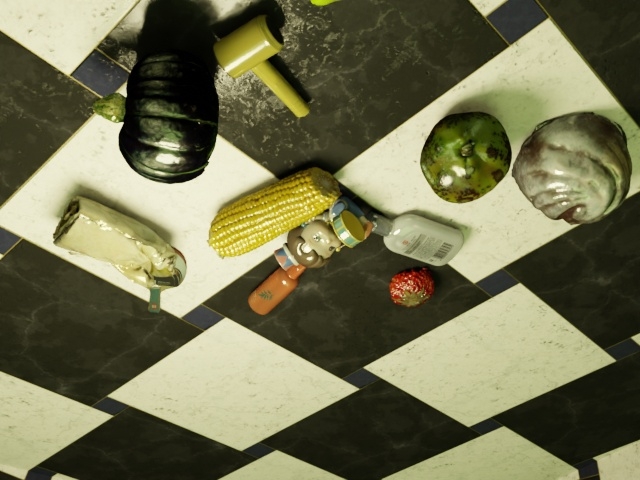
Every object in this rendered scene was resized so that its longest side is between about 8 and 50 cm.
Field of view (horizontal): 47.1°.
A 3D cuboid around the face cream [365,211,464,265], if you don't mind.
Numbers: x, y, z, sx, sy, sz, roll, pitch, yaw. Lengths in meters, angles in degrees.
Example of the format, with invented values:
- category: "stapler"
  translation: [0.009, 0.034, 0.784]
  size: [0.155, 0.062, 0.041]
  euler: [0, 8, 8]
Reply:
- category: "face cream"
  translation: [0.257, -0.012, 2.078]
  size: [0.291, 0.070, 0.144]
  euler: [16, 133, -22]

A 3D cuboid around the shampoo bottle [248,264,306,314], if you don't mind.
- category: "shampoo bottle"
  translation: [-0.121, 0.128, 2.199]
  size: [0.086, 0.085, 0.244]
  euler: [24, 129, -27]

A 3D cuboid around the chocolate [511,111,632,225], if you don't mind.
- category: "chocolate"
  translation: [0.656, -0.147, 1.859]
  size: [0.304, 0.212, 0.303]
  euler: [-2, 136, -2]

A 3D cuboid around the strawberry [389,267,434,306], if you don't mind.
- category: "strawberry"
  translation: [0.281, 0.150, 2.247]
  size: [0.145, 0.086, 0.145]
  euler: [-1, 138, 0]

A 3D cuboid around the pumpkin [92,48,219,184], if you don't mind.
- category: "pumpkin"
  translation: [-0.355, -0.272, 1.589]
  size: [0.296, 0.295, 0.295]
  euler: [-2, 137, -2]

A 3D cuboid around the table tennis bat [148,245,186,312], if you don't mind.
- category: "table tennis bat"
  translation: [-0.494, 0.114, 2.202]
  size: [0.174, 0.022, 0.301]
  euler: [7, 134, -11]

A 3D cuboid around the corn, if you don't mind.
- category: "corn"
  translation: [-0.135, -0.074, 1.938]
  size: [0.387, 0.143, 0.144]
  euler: [-30, 132, 21]

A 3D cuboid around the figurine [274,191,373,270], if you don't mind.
- category: "figurine"
  translation: [0.000, -0.007, 2.001]
  size: [0.161, 0.158, 0.276]
  euler: [35, 125, -29]

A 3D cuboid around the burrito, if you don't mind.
- category: "burrito"
  translation: [-0.544, 0.001, 1.989]
  size: [0.332, 0.135, 0.190]
  euler: [31, 128, -33]

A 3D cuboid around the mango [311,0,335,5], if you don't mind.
- category: "mango"
  translation: [0.081, -0.538, 1.466]
  size: [0.233, 0.111, 0.125]
  euler: [-24, 129, 22]

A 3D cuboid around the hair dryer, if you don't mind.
- category: "hair dryer"
  translation: [-0.103, -0.379, 1.656]
  size: [0.135, 0.090, 0.279]
  euler: [-27, 139, 20]

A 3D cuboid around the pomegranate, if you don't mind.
- category: "pomegranate"
  translation: [0.367, -0.182, 1.806]
  size: [0.222, 0.204, 0.276]
  euler: [-30, 137, 5]
